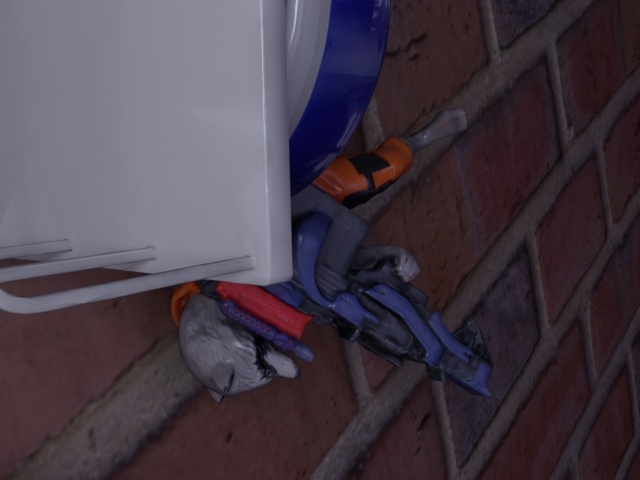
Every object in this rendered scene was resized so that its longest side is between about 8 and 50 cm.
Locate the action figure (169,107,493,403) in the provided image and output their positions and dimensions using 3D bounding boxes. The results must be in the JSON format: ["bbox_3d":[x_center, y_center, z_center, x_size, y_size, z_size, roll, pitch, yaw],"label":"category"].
[{"bbox_3d":[0.000,0.000,0.863,0.341,0.178,0.330,41,60,-22],"label":"action figure"}]

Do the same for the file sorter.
[{"bbox_3d":[-0.175,-0.075,0.488,0.173,0.277,0.193,-10,101,-52],"label":"file sorter"}]

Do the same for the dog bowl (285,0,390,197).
[{"bbox_3d":[-0.095,-0.137,0.610,0.104,0.264,0.265,-9,100,-58],"label":"dog bowl"}]
